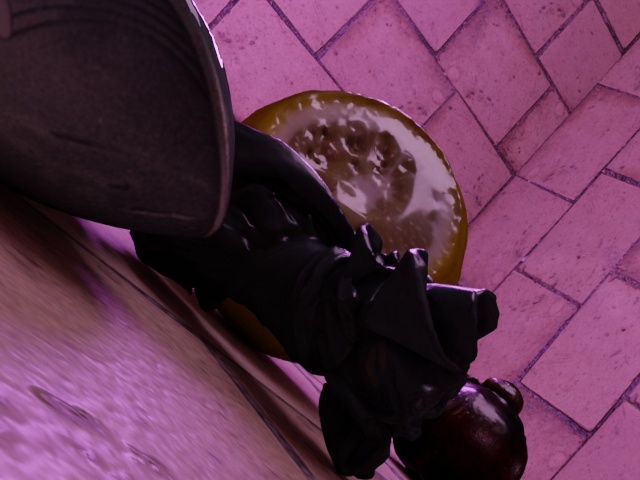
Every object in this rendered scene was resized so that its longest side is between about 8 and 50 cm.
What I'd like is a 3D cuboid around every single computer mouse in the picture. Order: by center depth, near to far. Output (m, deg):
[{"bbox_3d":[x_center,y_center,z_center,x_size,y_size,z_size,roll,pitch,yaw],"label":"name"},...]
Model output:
[{"bbox_3d":[-0.187,-0.132,0.366,0.379,0.090,0.167,46,-29,-4],"label":"computer mouse"}]

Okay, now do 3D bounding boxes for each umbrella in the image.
[{"bbox_3d":[-0.049,0.002,0.559,0.349,0.143,0.094,40,14,32],"label":"umbrella"}]

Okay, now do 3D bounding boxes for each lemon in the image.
[{"bbox_3d":[0.000,0.000,0.758,0.240,0.240,0.219,42,-29,3],"label":"lemon"}]

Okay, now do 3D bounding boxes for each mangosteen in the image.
[{"bbox_3d":[0.155,0.207,0.911,0.152,0.152,0.152,42,-4,3],"label":"mangosteen"}]
